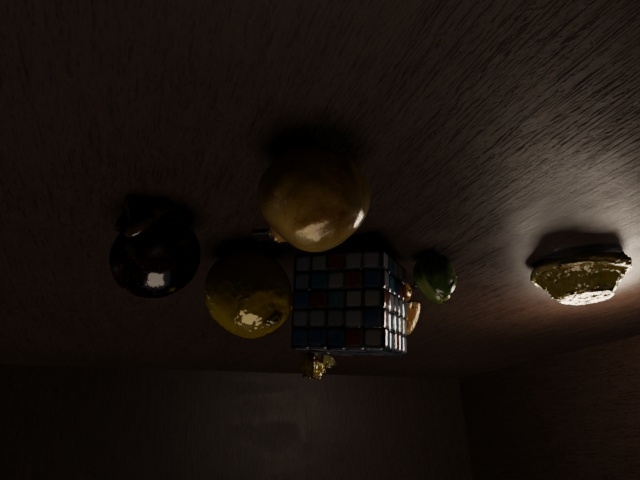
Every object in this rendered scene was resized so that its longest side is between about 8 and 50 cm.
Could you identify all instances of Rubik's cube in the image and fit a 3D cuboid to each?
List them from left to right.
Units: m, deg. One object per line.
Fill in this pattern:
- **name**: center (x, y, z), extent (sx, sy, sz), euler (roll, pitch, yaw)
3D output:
- **Rubik's cube**: center (0.097, 0.201, 1.475), extent (0.292, 0.287, 0.292), euler (-5, 163, 24)

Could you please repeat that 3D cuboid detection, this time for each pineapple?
- **pineapple**: center (-0.004, 0.354, 1.418), extent (0.114, 0.077, 0.114), euler (0, -160, -27)

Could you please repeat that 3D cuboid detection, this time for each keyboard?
- **keyboard**: center (0.002, -0.012, 1.368), extent (0.380, 0.041, 0.103), euler (2, 157, 7)

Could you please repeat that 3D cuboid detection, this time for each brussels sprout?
- **brussels sprout**: center (0.371, 0.115, 1.547), extent (0.131, 0.145, 0.183), euler (-41, -176, 21)

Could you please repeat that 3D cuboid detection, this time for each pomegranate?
- **pomegranate**: center (-0.012, -0.088, 0.975), extent (0.232, 0.233, 0.233), euler (-2, 156, -1)

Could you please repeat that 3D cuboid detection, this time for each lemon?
- **lemon**: center (-0.210, 0.162, 1.430), extent (0.253, 0.310, 0.254), euler (-22, 133, -26)

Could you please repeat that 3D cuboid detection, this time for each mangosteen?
- **mangosteen**: center (-0.423, 0.014, 1.204), extent (0.228, 0.228, 0.266), euler (-10, 117, 17)

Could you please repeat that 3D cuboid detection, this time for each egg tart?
- **egg tart**: center (0.888, 0.138, 1.639), extent (0.340, 0.132, 0.341), euler (-2, 157, -1)

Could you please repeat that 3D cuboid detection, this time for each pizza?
- **pizza**: center (0.314, 0.304, 2.012), extent (0.193, 0.154, 0.069), euler (24, 171, -6)

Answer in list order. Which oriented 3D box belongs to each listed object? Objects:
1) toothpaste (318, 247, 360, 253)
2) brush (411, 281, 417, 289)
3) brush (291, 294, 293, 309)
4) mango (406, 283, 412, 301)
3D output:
- **toothpaste**: center (0.054, 0.038, 1.490), extent (0.139, 0.021, 0.037), euler (-6, 159, 8)
- **brush**: center (0.357, 0.172, 1.825), extent (0.024, 0.008, 0.083), euler (-3, 155, 7)
- **brush**: center (-0.053, 0.237, 1.897), extent (0.322, 0.051, 0.070), euler (-5, 162, -1)
- **mango**: center (0.265, 0.195, 1.773), extent (0.115, 0.090, 0.178), euler (17, 154, -16)
